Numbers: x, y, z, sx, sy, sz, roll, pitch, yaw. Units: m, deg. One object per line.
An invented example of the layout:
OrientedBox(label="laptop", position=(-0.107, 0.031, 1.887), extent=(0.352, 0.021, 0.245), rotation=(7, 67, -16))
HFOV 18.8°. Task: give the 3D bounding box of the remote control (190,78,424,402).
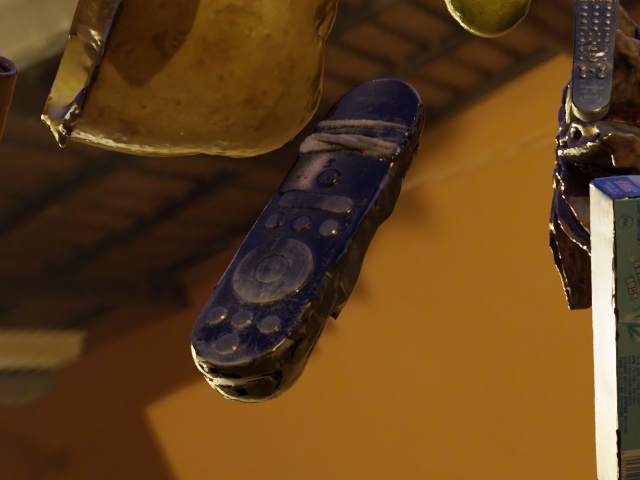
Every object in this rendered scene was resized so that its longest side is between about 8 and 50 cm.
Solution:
OrientedBox(label="remote control", position=(0.000, 0.000, 1.307), extent=(0.266, 0.090, 0.066), rotation=(-59, -33, -30))

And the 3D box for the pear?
OrientedBox(label="pear", position=(0.176, -0.264, 2.050), extent=(0.097, 0.092, 0.092), rotation=(20, -17, -1))

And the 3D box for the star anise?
OrientedBox(label="star anise", position=(0.304, -0.088, 2.035), extent=(0.118, 0.331, 0.332), rotation=(3, -10, 6))

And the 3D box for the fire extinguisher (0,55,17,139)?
OrientedBox(label="fire extinguisher", position=(-0.347, -0.069, 1.817), extent=(0.071, 0.099, 0.231), rotation=(6, -65, -28))

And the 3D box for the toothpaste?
OrientedBox(label="toothpaste", position=(0.259, 0.085, 1.604), extent=(0.053, 0.272, 0.066), rotation=(-6, 17, -7))

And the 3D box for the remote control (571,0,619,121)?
OrientedBox(label="remote control", position=(0.264, -0.181, 1.873), extent=(0.043, 0.152, 0.027), rotation=(0, -29, 16))

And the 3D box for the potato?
OrientedBox(label="potato", position=(-0.092, -0.188, 1.618), extent=(0.242, 0.285, 0.242), rotation=(17, -2, 1))
